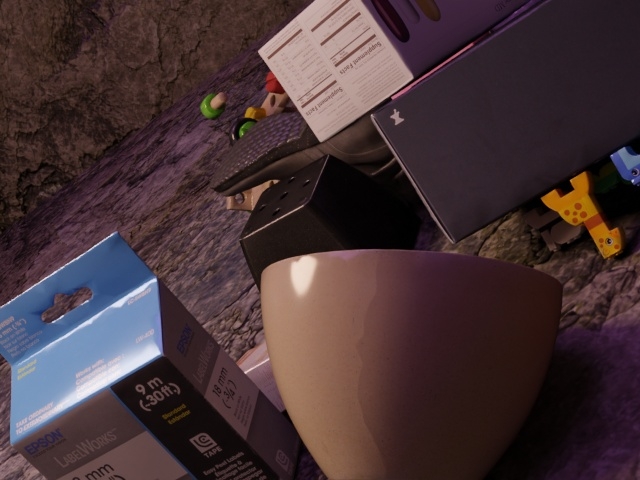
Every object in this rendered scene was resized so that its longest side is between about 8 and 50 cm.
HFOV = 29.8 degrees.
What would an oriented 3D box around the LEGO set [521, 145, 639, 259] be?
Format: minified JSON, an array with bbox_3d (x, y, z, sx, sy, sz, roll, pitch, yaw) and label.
[{"bbox_3d":[0.318,-0.038,1.278,0.227,0.093,0.087,-33,-11,31],"label":"LEGO set"}]

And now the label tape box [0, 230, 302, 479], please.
[{"bbox_3d":[-0.217,0.189,1.357,0.241,0.333,0.106,-31,22,24],"label":"label tape box"}]

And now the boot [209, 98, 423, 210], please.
[{"bbox_3d":[0.014,-0.090,1.724,0.338,0.223,0.118,-23,34,41],"label":"boot"}]

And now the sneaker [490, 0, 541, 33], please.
[{"bbox_3d":[0.338,-0.301,1.761,0.105,0.115,0.281,-27,3,41],"label":"sneaker"}]

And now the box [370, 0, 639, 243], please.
[{"bbox_3d":[0.272,-0.184,1.400,0.343,0.179,0.312,-32,4,22],"label":"box"}]

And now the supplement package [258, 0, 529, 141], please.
[{"bbox_3d":[0.096,-0.270,1.503,0.262,0.145,0.204,-38,5,-37],"label":"supplement package"}]

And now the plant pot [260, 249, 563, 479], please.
[{"bbox_3d":[0.079,0.133,1.118,0.284,0.284,0.191,-13,68,51],"label":"plant pot"}]

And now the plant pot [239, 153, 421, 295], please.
[{"bbox_3d":[0.000,0.000,1.622,0.187,0.167,0.188,-28,24,31],"label":"plant pot"}]

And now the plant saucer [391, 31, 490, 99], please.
[{"bbox_3d":[0.125,-0.255,1.773,0.332,0.332,0.084,-21,0,42],"label":"plant saucer"}]

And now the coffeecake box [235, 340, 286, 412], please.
[{"bbox_3d":[-0.025,0.144,1.452,0.185,0.068,0.142,-31,5,24],"label":"coffeecake box"}]

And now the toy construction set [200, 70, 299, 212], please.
[{"bbox_3d":[-0.036,-0.146,1.975,0.309,0.257,0.237,-27,-1,-28],"label":"toy construction set"}]
